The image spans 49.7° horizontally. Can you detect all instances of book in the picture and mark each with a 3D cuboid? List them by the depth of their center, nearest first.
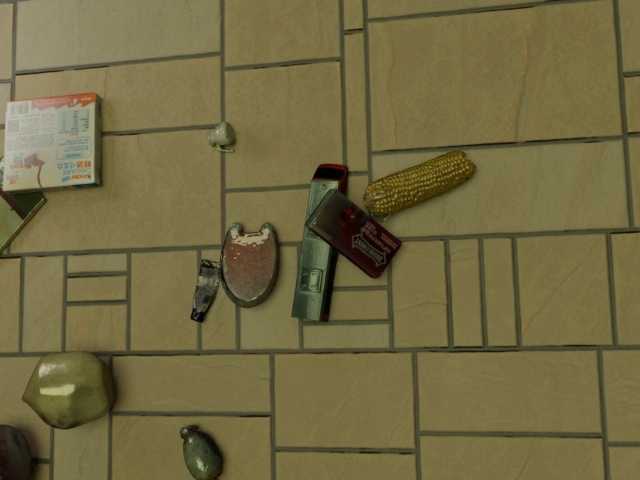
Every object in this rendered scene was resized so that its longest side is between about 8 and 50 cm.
[{"bbox_3d":[-0.935,-0.074,1.962,0.201,0.026,0.289,44,93,12],"label":"book"}]

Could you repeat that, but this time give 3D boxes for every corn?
[{"bbox_3d":[0.244,-0.141,1.709,0.293,0.106,0.106,-23,80,7],"label":"corn"}]

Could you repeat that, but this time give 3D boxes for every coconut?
[{"bbox_3d":[-0.651,0.385,1.774,0.224,0.224,0.224,-1,84,11],"label":"coconut"}]

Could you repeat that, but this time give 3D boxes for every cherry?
[{"bbox_3d":[-0.863,0.588,1.798,0.213,0.183,0.266,-29,82,16],"label":"cherry"}]

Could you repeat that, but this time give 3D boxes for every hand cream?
[{"bbox_3d":[-0.305,0.134,1.819,0.062,0.039,0.163,13,81,14],"label":"hand cream"}]

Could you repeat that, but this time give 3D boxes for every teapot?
[{"bbox_3d":[-0.265,-0.272,1.845,0.064,0.064,0.083,-13,113,16],"label":"teapot"}]

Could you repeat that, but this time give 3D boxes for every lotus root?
[{"bbox_3d":[-0.304,0.540,1.752,0.088,0.088,0.165,-33,69,6],"label":"lotus root"}]

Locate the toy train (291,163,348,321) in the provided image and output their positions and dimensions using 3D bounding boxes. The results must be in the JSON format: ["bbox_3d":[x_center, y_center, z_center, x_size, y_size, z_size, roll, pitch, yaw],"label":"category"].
[{"bbox_3d":[0.000,0.000,1.748,0.086,0.089,0.410,7,86,17],"label":"toy train"}]

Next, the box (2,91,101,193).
[{"bbox_3d":[-0.747,-0.270,1.926,0.273,0.048,0.265,-3,79,7],"label":"box"}]

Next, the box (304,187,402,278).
[{"bbox_3d":[0.082,-0.016,1.692,0.224,0.069,0.120,40,79,-16],"label":"box"}]

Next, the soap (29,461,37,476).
[{"bbox_3d":[-0.804,0.634,1.868,0.089,0.012,0.034,-38,76,4],"label":"soap"}]

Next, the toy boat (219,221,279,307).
[{"bbox_3d":[-0.182,0.064,1.789,0.155,0.085,0.228,1,73,2],"label":"toy boat"}]
